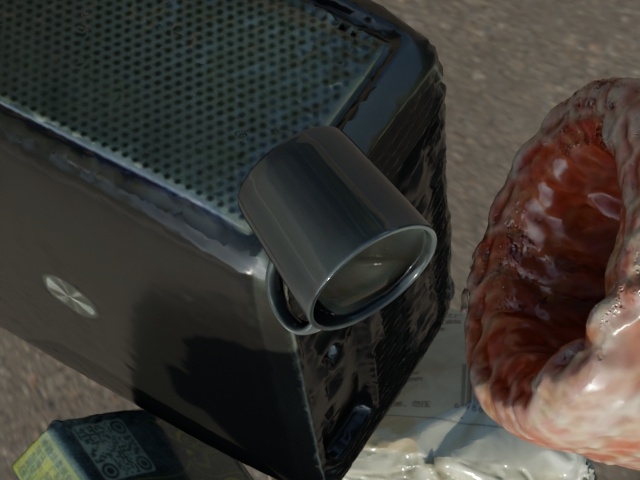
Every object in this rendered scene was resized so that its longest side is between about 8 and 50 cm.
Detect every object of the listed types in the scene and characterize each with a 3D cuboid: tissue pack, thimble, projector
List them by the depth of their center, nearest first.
[{"bbox_3d":[0.203,0.024,1.043,0.162,0.239,0.239,17,98,-17],"label":"thimble"},{"bbox_3d":[-0.113,-0.048,1.301,0.242,0.405,0.395,-54,158,-24],"label":"projector"},{"bbox_3d":[-0.101,0.246,1.374,0.081,0.257,0.185,-49,155,25],"label":"tissue pack"},{"bbox_3d":[0.135,0.204,2.082,0.375,0.390,0.195,10,119,1],"label":"tissue pack"}]

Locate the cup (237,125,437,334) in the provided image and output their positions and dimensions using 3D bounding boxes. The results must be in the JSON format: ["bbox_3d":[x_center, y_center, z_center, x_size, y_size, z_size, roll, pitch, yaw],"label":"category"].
[{"bbox_3d":[0.000,0.000,0.894,0.078,0.077,0.100,-5,140,-49],"label":"cup"}]
